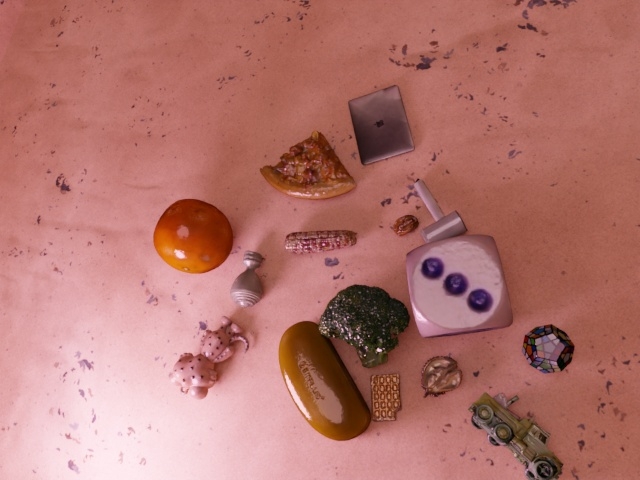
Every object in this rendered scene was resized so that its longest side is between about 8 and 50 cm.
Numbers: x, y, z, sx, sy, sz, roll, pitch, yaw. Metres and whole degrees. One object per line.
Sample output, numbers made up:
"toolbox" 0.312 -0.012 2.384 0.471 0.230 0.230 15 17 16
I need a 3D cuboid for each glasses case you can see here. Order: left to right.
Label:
"glasses case" -0.006 0.419 1.584 0.173 0.141 0.371 -34 66 6

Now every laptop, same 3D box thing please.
"laptop" 0.206 -0.399 1.845 0.188 0.015 0.268 -15 69 13

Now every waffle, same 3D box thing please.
"waffle" 0.193 0.462 1.572 0.092 0.021 0.134 -8 71 15

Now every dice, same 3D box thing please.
"dice" 0.386 0.135 1.501 0.251 0.243 0.259 -12 73 13

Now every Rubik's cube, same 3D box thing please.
"Rubik's cube" 0.614 0.293 1.444 0.133 0.133 0.111 -25 95 9

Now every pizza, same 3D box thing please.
"pizza" -0.044 -0.217 1.834 0.258 0.087 0.268 -36 69 7

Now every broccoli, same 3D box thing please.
"broccoli" 0.128 0.247 1.572 0.269 0.261 0.241 -17 107 15

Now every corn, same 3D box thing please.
"corn" 0.000 0.000 1.751 0.237 0.079 0.079 -7 71 15

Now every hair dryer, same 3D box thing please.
"hair dryer" 0.346 -0.099 1.679 0.131 0.073 0.236 -28 64 8

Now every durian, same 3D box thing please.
"durian" 0.334 0.397 1.522 0.110 0.071 0.140 39 74 19

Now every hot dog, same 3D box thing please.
"hot dog" 0.272 -0.048 1.702 0.083 0.035 0.058 -30 63 7

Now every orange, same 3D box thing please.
"orange" -0.423 -0.008 1.789 0.261 0.261 0.261 -5 72 16

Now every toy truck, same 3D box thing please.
"toy truck" 0.523 0.506 1.403 0.135 0.128 0.259 -38 65 -12

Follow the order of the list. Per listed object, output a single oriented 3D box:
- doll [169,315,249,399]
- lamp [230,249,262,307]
"doll" -0.359 0.380 1.732 0.154 0.119 0.278 39 78 23
"lamp" -0.237 0.131 1.777 0.106 0.106 0.192 0 63 18
